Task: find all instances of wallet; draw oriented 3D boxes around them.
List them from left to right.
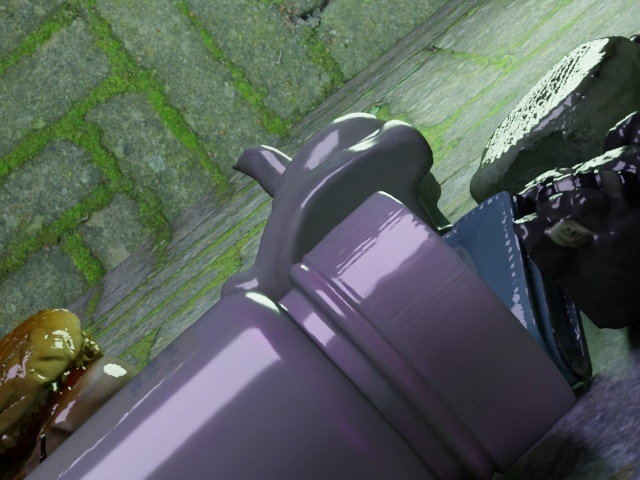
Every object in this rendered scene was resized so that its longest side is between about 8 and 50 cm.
[{"bbox_3d":[0.078,0.088,1.199,0.250,0.075,0.176,-34,42,29],"label":"wallet"}]

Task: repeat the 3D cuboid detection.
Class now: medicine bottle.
[{"bbox_3d":[-0.043,0.161,0.980,0.379,0.213,0.213,-43,11,-3],"label":"medicine bottle"}]

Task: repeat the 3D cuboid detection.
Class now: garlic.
[{"bbox_3d":[-0.238,0.224,1.632,0.228,0.110,0.217,-128,63,-88],"label":"garlic"}]

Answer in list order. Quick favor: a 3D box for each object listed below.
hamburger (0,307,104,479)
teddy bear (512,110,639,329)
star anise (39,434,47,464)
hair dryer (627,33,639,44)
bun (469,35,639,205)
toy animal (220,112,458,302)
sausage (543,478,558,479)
[{"bbox_3d":[-0.383,0.213,2.114,0.244,0.163,0.244,-36,12,9],"label":"hamburger"},{"bbox_3d":[0.257,-0.054,1.128,0.251,0.144,0.171,-35,-3,7],"label":"teddy bear"},{"bbox_3d":[-0.235,0.274,1.423,0.158,0.144,0.140,-34,20,22],"label":"star anise"},{"bbox_3d":[0.289,-0.143,1.659,0.106,0.054,0.154,-33,15,51],"label":"hair dryer"},{"bbox_3d":[0.234,-0.092,1.457,0.221,0.108,0.221,-46,7,7],"label":"bun"},{"bbox_3d":[0.010,-0.004,1.540,0.241,0.196,0.367,-26,13,0],"label":"toy animal"},{"bbox_3d":[0.078,0.202,0.917,0.177,0.047,0.040,-40,-24,-6],"label":"sausage"}]
